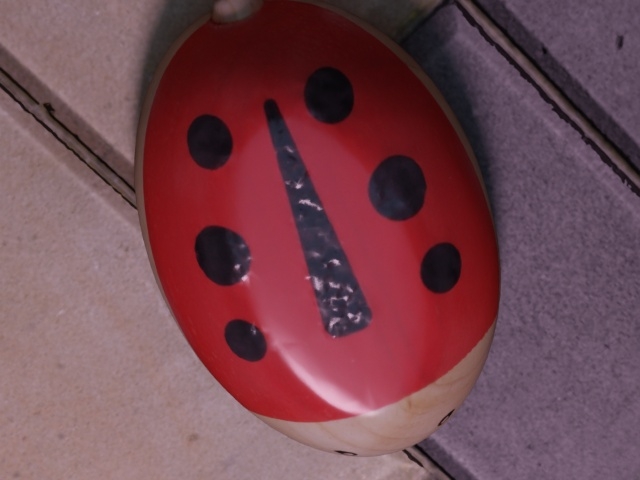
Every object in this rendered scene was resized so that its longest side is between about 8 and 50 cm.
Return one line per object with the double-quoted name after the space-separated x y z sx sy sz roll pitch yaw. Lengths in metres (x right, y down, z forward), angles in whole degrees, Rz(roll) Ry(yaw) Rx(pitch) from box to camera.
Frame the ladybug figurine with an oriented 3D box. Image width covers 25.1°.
0.000 0.000 1.238 0.305 0.162 0.449 -23 107 4 "ladybug figurine"
